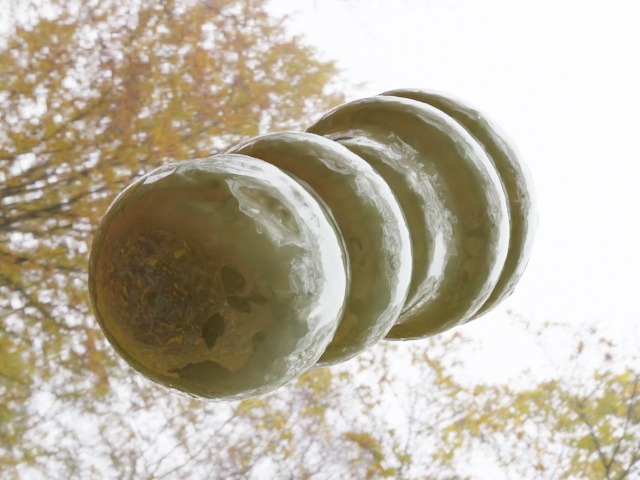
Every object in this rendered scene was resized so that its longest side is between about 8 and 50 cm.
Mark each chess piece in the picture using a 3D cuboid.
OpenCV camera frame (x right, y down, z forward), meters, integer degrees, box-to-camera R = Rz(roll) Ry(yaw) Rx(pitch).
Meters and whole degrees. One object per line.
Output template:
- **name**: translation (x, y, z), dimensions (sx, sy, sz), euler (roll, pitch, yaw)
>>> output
- **chess piece**: translation (0.000, 0.000, 0.450), dimensions (0.133, 0.243, 0.133), euler (5, -79, 28)
